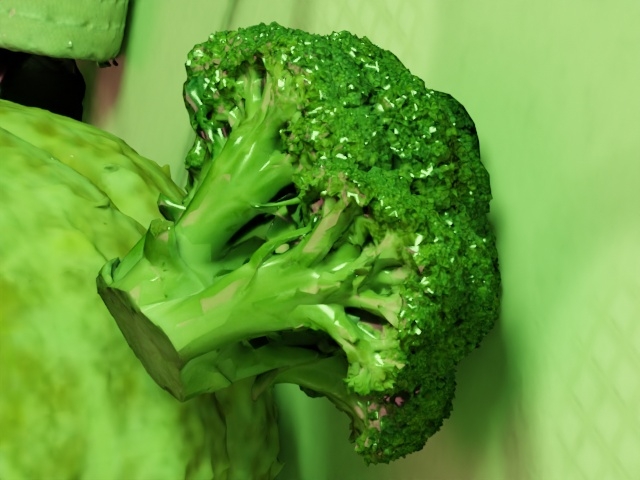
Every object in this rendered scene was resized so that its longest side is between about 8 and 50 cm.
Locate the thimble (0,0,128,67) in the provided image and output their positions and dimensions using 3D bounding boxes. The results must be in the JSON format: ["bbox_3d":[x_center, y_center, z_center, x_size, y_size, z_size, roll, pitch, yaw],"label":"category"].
[{"bbox_3d":[-0.150,-0.146,0.990,0.115,0.102,0.090,-62,-18,-78],"label":"thimble"}]

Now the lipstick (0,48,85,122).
[{"bbox_3d":[-0.316,-0.091,1.169,0.418,0.077,0.077,4,90,38],"label":"lipstick"}]

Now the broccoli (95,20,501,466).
[{"bbox_3d":[0.000,0.000,0.615,0.162,0.138,0.146,37,153,46],"label":"broccoli"}]

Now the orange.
[{"bbox_3d":[-0.135,0.073,0.793,0.368,0.210,0.271,11,98,63],"label":"orange"}]
